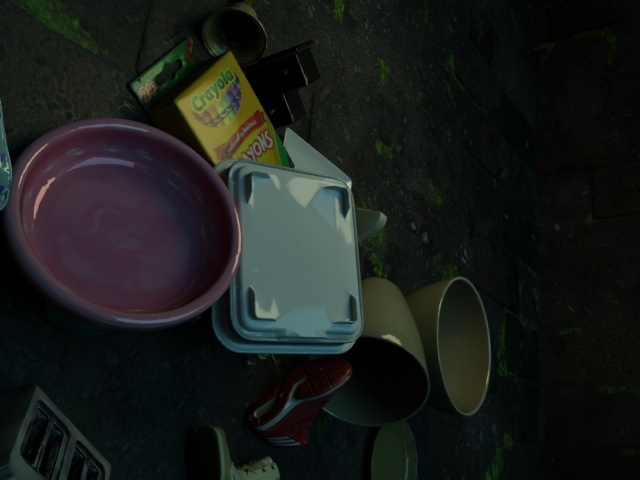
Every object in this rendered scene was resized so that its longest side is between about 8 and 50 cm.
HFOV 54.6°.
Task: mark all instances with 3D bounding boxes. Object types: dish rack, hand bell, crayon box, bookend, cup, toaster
[{"bbox_3d":[-0.042,0.020,1.046,0.285,0.072,0.333,8,71,-33],"label":"dish rack"},{"bbox_3d":[-0.155,-0.474,1.259,0.126,0.126,0.242,49,34,-39],"label":"hand bell"},{"bbox_3d":[-0.187,-0.204,1.151,0.319,0.081,0.202,59,41,-29],"label":"crayon box"},{"bbox_3d":[-0.067,-0.308,1.277,0.072,0.156,0.157,-47,122,-49],"label":"bookend"},{"bbox_3d":[0.256,0.265,1.554,0.331,0.236,0.331,17,70,-54],"label":"cup"},{"bbox_3d":[-0.348,0.286,0.732,0.168,0.110,0.186,61,4,-26],"label":"toaster"}]

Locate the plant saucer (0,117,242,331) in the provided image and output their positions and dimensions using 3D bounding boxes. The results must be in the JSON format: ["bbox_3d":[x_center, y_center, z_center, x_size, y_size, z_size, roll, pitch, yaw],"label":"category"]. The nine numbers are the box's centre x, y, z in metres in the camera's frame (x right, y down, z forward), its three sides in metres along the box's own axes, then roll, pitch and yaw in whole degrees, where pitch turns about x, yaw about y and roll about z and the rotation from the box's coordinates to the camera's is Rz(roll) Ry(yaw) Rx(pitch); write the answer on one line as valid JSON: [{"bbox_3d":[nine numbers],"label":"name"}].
[{"bbox_3d":[-0.277,-0.019,0.890,0.332,0.084,0.332,17,55,-25],"label":"plant saucer"}]

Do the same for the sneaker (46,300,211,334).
[{"bbox_3d":[-0.259,0.084,0.953,0.302,0.121,0.108,1,82,-55],"label":"sneaker"}]

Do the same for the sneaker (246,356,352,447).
[{"bbox_3d":[-0.026,0.320,1.213,0.128,0.221,0.087,65,-3,-40],"label":"sneaker"}]

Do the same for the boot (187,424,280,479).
[{"bbox_3d":[-0.146,0.408,1.091,0.165,0.077,0.213,-11,97,-55],"label":"boot"}]

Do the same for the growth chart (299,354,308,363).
[{"bbox_3d":[0.010,0.229,1.400,0.172,0.021,0.237,35,57,-48],"label":"growth chart"}]

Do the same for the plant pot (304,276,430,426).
[{"bbox_3d":[0.109,0.212,1.347,0.257,0.256,0.274,62,23,-26],"label":"plant pot"}]

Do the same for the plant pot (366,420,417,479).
[{"bbox_3d":[0.177,0.567,1.562,0.236,0.032,0.237,16,70,-52],"label":"plant pot"}]

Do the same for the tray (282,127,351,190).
[{"bbox_3d":[-0.016,-0.132,1.426,0.270,0.030,0.145,33,57,-48],"label":"tray"}]

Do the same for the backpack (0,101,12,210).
[{"bbox_3d":[-0.469,-0.116,0.649,0.253,0.191,0.225,-9,92,-50],"label":"backpack"}]

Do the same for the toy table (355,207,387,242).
[{"bbox_3d":[0.000,0.000,1.259,0.274,0.252,0.161,40,67,-61],"label":"toy table"}]

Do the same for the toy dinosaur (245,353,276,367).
[{"bbox_3d":[-0.126,0.193,1.200,0.183,0.053,0.093,41,36,-53],"label":"toy dinosaur"}]
